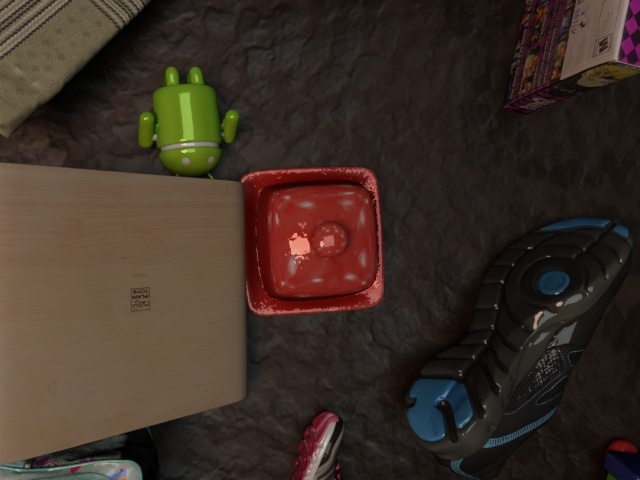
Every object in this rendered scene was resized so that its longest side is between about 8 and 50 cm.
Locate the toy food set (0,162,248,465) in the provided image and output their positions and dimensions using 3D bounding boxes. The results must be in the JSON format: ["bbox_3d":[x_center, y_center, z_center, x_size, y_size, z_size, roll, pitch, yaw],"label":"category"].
[{"bbox_3d":[-0.187,0.052,0.556,0.306,0.092,0.220,-2,91,-48],"label":"toy food set"}]

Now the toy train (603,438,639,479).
[{"bbox_3d":[0.454,0.335,0.744,0.247,0.105,0.144,9,99,-11],"label":"toy train"}]

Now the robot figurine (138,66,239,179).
[{"bbox_3d":[-0.137,-0.118,0.640,0.101,0.067,0.115,-6,92,-23],"label":"robot figurine"}]

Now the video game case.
[{"bbox_3d":[0.277,-0.265,0.645,0.041,0.210,0.232,13,87,-11],"label":"video game case"}]

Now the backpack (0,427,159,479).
[{"bbox_3d":[-0.244,0.246,0.521,0.188,0.144,0.166,4,99,-3],"label":"backpack"}]

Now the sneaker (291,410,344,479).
[{"bbox_3d":[0.008,0.270,0.674,0.074,0.063,0.171,13,93,-10],"label":"sneaker"}]

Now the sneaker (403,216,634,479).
[{"bbox_3d":[0.235,0.116,0.706,0.341,0.125,0.140,-46,125,-10],"label":"sneaker"}]

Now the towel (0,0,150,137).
[{"bbox_3d":[-0.311,-0.293,0.572,0.312,0.056,0.324,40,61,-12],"label":"towel"}]

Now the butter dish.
[{"bbox_3d":[0.000,0.000,0.641,0.159,0.118,0.160,-3,91,-11],"label":"butter dish"}]
